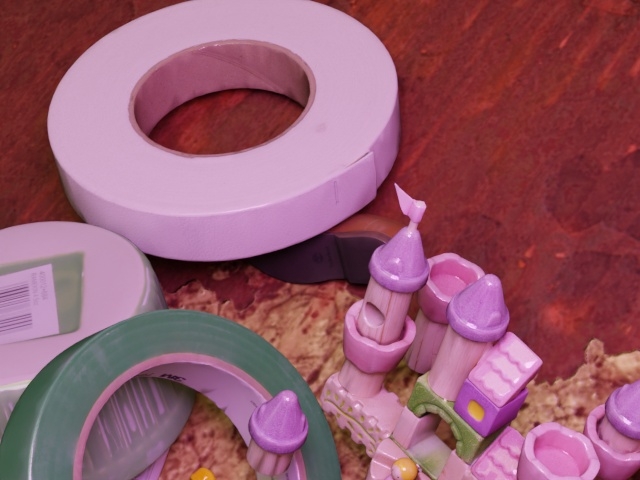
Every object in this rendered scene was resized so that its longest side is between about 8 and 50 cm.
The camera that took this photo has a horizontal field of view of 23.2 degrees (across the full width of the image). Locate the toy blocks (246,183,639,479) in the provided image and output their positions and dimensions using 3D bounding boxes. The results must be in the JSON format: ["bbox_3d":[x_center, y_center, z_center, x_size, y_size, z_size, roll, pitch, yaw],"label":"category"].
[{"bbox_3d":[0.115,0.137,1.340,0.309,0.260,0.288,-25,57,-37],"label":"toy blocks"}]

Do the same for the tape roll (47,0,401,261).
[{"bbox_3d":[-0.102,-0.133,1.710,0.392,0.072,0.392,-4,43,4],"label":"tape roll"}]

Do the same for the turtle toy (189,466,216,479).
[{"bbox_3d":[-0.110,0.290,1.510,0.095,0.066,0.130,-41,57,-15],"label":"turtle toy"}]

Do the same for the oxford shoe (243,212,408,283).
[{"bbox_3d":[0.000,0.000,1.671,0.212,0.076,0.076,8,32,24],"label":"oxford shoe"}]

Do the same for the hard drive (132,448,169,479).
[{"bbox_3d":[-0.285,0.292,1.581,0.203,0.040,0.307,8,61,22],"label":"hard drive"}]

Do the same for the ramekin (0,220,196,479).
[{"bbox_3d":[-0.286,0.114,1.569,0.303,0.148,0.303,-6,37,5],"label":"ramekin"}]

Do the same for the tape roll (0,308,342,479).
[{"bbox_3d":[-0.130,0.225,1.409,0.077,0.321,0.321,-25,43,51],"label":"tape roll"}]
